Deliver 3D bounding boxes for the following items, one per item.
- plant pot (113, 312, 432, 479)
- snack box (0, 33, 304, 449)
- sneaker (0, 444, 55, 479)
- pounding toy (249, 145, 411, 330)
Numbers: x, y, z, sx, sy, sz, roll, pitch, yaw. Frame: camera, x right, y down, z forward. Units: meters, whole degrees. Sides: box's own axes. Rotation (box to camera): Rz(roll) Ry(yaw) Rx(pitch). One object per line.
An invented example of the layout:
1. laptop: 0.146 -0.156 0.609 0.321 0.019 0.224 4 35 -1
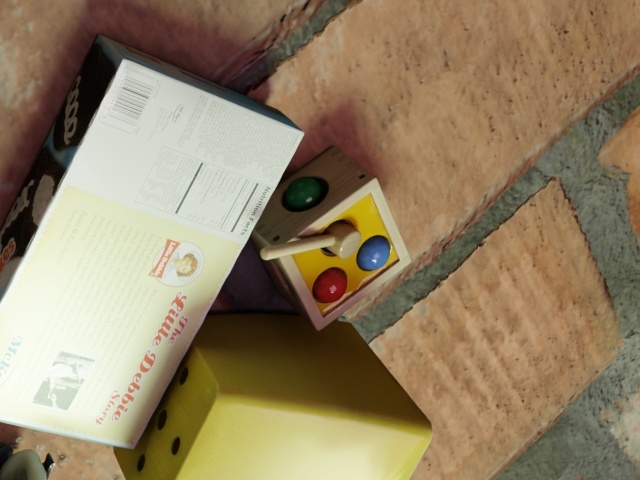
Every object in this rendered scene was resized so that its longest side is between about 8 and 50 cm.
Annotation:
1. plant pot: -0.060 0.181 1.350 0.187 0.212 0.212 20 105 -29
2. snack box: -0.168 0.012 1.250 0.187 0.060 0.322 20 104 -38
3. sneaker: -0.269 0.257 1.311 0.153 0.094 0.235 -43 133 -6
4. pounding toy: 0.000 0.000 1.338 0.130 0.100 0.141 -36 133 -12
